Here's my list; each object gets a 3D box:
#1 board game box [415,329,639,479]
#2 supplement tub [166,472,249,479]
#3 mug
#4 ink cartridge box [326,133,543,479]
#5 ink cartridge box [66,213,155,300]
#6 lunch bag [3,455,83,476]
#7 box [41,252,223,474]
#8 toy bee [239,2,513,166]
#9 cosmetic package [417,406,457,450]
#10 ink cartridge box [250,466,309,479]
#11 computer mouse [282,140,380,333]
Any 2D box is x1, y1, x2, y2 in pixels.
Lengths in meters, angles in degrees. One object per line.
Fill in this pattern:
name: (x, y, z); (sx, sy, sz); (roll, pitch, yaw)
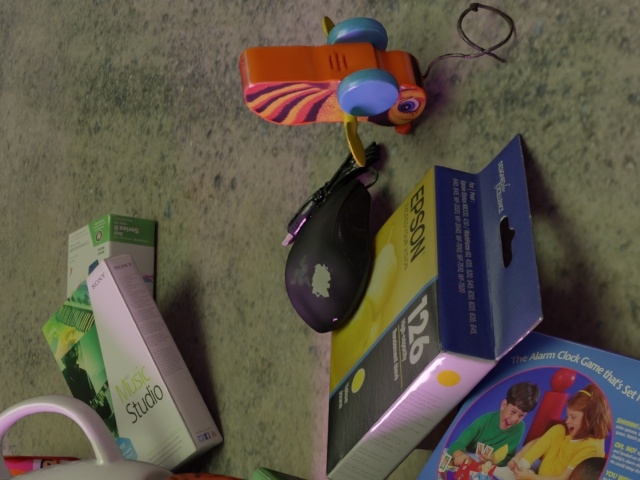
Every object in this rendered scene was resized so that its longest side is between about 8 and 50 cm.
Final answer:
board game box: (0.245, 0.218, 1.017); (0.347, 0.078, 0.233); (14, 66, 55)
supplement tub: (-0.144, 0.475, 1.473); (0.207, 0.207, 0.338); (13, 93, 55)
mug: (-0.359, 0.402, 1.674); (0.328, 0.276, 0.374); (-22, 84, 20)
ink cartridge box: (0.108, 0.064, 1.258); (0.307, 0.072, 0.303); (-55, 18, 35)
ink cartridge box: (-0.349, 0.078, 1.966); (0.154, 0.093, 0.212); (-19, 69, 51)
lunch bag: (-0.565, 0.429, 2.035); (0.293, 0.258, 0.120); (-23, 63, 51)
box: (-0.292, 0.212, 1.790); (0.232, 0.058, 0.322); (-42, 69, 41)
toy bee: (0.060, -0.168, 1.383); (0.162, 0.298, 0.195); (84, -162, -61)
cosmetic package: (0.120, 0.175, 1.320); (0.060, 0.041, 0.115); (-7, 76, 54)
ink cartridge box: (0.055, 0.356, 1.211); (0.278, 0.201, 0.117); (24, 90, 54)
computer mouse: (0.000, 0.000, 1.430); (0.188, 0.072, 0.272); (-50, 22, 30)
